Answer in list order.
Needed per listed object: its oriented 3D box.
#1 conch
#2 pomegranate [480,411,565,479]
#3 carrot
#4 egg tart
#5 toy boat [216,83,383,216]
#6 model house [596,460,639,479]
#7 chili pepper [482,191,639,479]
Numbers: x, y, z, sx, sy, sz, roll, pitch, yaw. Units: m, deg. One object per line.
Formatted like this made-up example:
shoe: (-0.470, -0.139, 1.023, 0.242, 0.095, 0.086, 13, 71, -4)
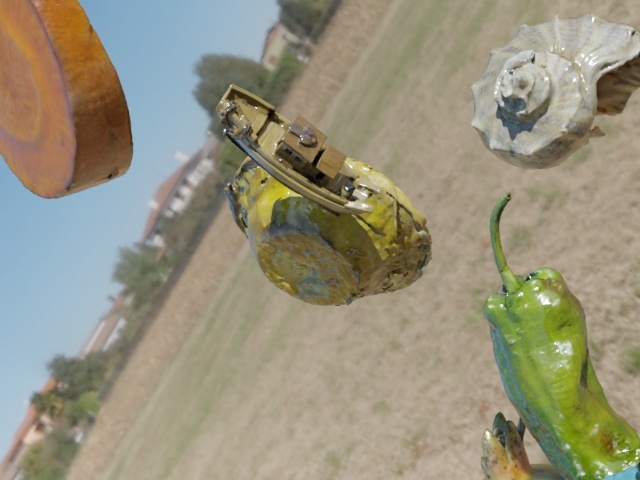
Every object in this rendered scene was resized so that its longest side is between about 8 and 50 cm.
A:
conch: (0.284, -0.191, 1.084, 0.210, 0.159, 0.291, -56, -18, 18)
pomegranate: (0.257, 0.335, 1.078, 0.198, 0.198, 0.246, 134, 138, -63)
carrot: (-0.330, -0.192, 1.040, 0.100, 0.258, 0.307, -37, -34, -32)
egg tart: (0.000, 0.000, 1.171, 0.116, 0.294, 0.295, -64, 8, -33)
toy boat: (-0.022, -0.099, 0.980, 0.064, 0.206, 0.072, -61, 10, -28)
model house: (0.123, 0.205, 0.472, 0.148, 0.119, 0.148, -15, 35, 19)
chili pepper: (0.153, 0.072, 0.591, 0.073, 0.204, 0.072, -31, -11, 34)
